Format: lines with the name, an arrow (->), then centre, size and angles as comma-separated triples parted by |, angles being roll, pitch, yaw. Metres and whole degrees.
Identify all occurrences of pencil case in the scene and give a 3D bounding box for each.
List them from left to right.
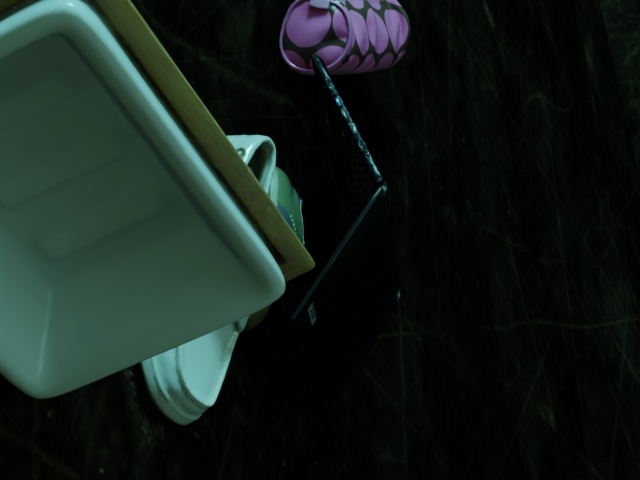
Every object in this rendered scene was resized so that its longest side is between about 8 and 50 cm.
pencil case -> 0.029, -0.236, 1.529 | 0.209, 0.095, 0.098 | -28, 139, -66

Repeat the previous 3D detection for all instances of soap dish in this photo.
soap dish -> -0.169, -0.044, 0.878 | 0.291, 0.229, 0.118 | 56, 16, -40

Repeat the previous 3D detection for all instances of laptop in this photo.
laptop -> 0.000, 0.000, 1.359 | 0.234, 0.137, 0.264 | 79, -13, -59

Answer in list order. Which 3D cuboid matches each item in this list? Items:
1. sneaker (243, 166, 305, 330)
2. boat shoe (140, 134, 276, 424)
sneaker -> -0.046, 0.012, 1.282 | 0.086, 0.064, 0.192 | 45, 37, -43
boat shoe -> -0.086, 0.020, 1.158 | 0.098, 0.096, 0.277 | 48, 39, -49
